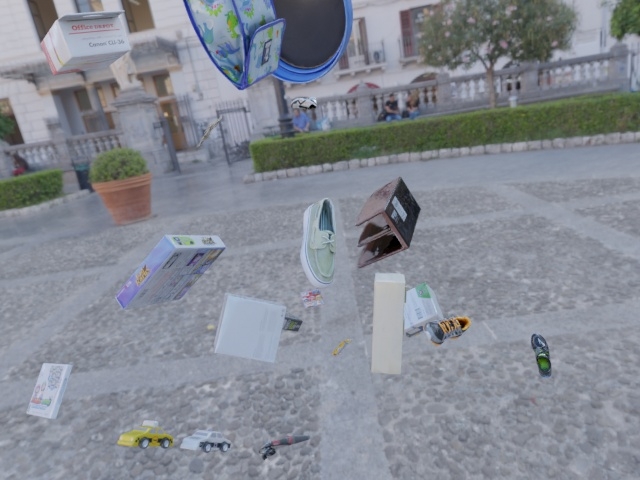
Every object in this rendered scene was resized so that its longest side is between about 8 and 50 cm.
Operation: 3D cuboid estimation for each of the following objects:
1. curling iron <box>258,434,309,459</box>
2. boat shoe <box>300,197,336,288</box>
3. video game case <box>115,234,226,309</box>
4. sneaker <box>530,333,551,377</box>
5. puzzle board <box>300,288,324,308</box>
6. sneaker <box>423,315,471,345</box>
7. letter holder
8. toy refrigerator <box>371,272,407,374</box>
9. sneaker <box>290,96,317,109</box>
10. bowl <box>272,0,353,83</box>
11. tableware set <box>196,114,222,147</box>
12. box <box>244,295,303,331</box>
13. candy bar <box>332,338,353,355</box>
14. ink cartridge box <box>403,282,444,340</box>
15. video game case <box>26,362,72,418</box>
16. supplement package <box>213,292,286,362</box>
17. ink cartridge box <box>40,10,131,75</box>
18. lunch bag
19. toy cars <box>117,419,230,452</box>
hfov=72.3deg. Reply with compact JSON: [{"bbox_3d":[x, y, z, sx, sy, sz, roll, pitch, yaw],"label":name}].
[{"bbox_3d":[-0.120,0.707,1.532,0.035,0.068,0.274,48,16,29],"label":"curling iron"},{"bbox_3d":[0.000,0.000,1.372,0.109,0.302,0.094,12,-34,-29],"label":"boat shoe"},{"bbox_3d":[-0.460,0.093,1.368,0.269,0.061,0.244,-46,-17,16],"label":"video game case"},{"bbox_3d":[0.952,0.489,1.878,0.067,0.078,0.188,-8,59,16],"label":"sneaker"},{"bbox_3d":[-0.047,0.333,2.501,0.128,0.096,0.011,-14,5,24],"label":"puzzle board"},{"bbox_3d":[0.428,0.294,1.483,0.215,0.084,0.083,-3,-34,-43],"label":"sneaker"},{"bbox_3d":[0.202,-0.063,1.526,0.214,0.152,0.302,-27,15,31],"label":"letter holder"},{"bbox_3d":[0.199,0.236,1.264,0.094,0.270,0.102,2,9,9],"label":"toy refrigerator"},{"bbox_3d":[-0.065,-0.549,1.769,0.109,0.044,0.040,-10,-20,-1],"label":"sneaker"},{"bbox_3d":[-0.078,-0.694,1.356,0.391,0.391,0.077,1,31,32],"label":"bowl"},{"bbox_3d":[-0.488,-0.478,1.914,0.168,0.020,0.141,-11,47,58],"label":"tableware set"},{"bbox_3d":[-0.224,0.345,2.044,0.216,0.060,0.270,24,-6,21],"label":"box"},{"bbox_3d":[0.091,0.445,1.835,0.040,0.161,0.018,-5,57,-26],"label":"candy bar"},{"bbox_3d":[0.360,0.287,1.731,0.212,0.093,0.154,-30,46,20],"label":"ink cartridge box"},{"bbox_3d":[-0.774,0.426,1.250,0.157,0.143,0.019,-10,-27,35],"label":"video game case"},{"bbox_3d":[-0.246,0.297,1.512,0.203,0.194,0.149,14,-6,-15],"label":"supplement package"},{"bbox_3d":[-0.450,-0.380,0.848,0.115,0.067,0.198,-29,22,-35],"label":"ink cartridge box"},{"bbox_3d":[-0.116,-0.314,0.654,0.096,0.151,0.129,-4,31,25],"label":"lunch bag"},{"bbox_3d":[-0.507,0.700,1.569,0.393,0.087,0.176,12,-23,-17],"label":"toy cars"}]
